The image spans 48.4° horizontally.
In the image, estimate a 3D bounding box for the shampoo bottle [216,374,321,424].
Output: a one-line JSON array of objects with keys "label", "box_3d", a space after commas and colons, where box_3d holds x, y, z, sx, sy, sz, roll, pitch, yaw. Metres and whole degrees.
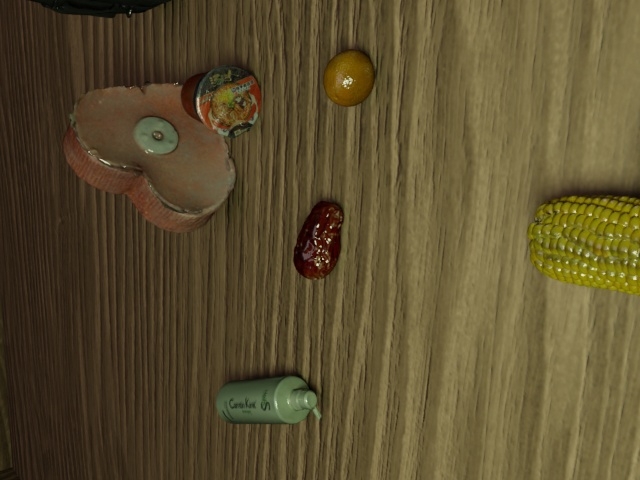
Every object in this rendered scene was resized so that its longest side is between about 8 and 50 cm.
[{"label": "shampoo bottle", "box_3d": [-0.093, 0.292, 1.302, 0.262, 0.085, 0.085, -18, 83, 51]}]

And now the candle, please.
[{"label": "candle", "box_3d": [-0.313, -0.181, 1.361, 0.131, 0.317, 0.287, -35, 29, 52]}]

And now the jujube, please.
[{"label": "jujube", "box_3d": [0.000, 0.000, 1.136, 0.077, 0.077, 0.129, 35, 114, 43]}]

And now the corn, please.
[{"label": "corn", "box_3d": [0.326, 0.008, 0.699, 0.310, 0.101, 0.102, 11, 106, 52]}]

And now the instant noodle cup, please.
[{"label": "instant noodle cup", "box_3d": [-0.190, -0.257, 1.295, 0.135, 0.127, 0.127, 24, 116, 56]}]

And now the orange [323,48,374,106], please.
[{"label": "orange", "box_3d": [0.041, -0.235, 1.031, 0.085, 0.085, 0.085, 14, 108, 50]}]

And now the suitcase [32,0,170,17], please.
[{"label": "suitcase", "box_3d": [-0.445, -0.597, 1.349, 0.188, 0.345, 0.340, 8, 101, 47]}]
